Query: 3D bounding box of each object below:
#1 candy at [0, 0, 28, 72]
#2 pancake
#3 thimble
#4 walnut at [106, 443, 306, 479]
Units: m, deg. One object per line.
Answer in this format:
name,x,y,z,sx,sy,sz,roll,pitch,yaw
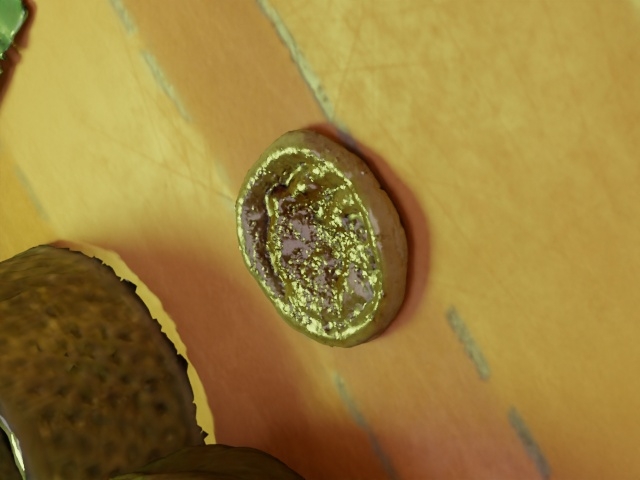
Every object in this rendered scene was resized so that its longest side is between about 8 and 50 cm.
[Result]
candy,-0.384,-0.104,1.375,0.263,0.172,0.398,42,114,13
pancake,0.000,0.000,1.083,0.139,0.022,0.139,21,121,39
thimble,-0.222,0.147,1.289,0.271,0.150,0.270,21,121,40
walnut,-0.063,0.267,1.115,0.283,0.227,0.282,16,124,25
